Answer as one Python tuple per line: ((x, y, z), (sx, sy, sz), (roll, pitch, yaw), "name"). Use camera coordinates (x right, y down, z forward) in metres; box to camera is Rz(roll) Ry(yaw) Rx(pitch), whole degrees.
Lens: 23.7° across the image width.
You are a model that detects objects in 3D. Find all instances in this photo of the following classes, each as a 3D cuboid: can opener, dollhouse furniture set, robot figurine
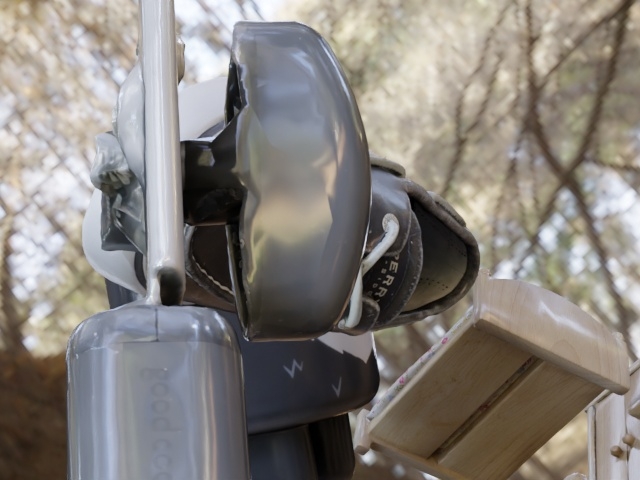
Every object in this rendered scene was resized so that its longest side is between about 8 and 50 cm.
((-0.021, 0.051, 0.412), (0.095, 0.284, 0.076), (-1, -30, -9), "can opener")
((0.142, 0.131, 1.306), (0.303, 0.355, 0.174), (-51, 20, 40), "dollhouse furniture set")
((-0.053, 0.036, 1.012), (0.173, 0.278, 0.209), (-9, -2, -12), "robot figurine")

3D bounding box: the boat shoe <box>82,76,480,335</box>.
((0.000, 0.000, 0.747), (0.108, 0.102, 0.301), (-62, -23, 6), "boat shoe")
